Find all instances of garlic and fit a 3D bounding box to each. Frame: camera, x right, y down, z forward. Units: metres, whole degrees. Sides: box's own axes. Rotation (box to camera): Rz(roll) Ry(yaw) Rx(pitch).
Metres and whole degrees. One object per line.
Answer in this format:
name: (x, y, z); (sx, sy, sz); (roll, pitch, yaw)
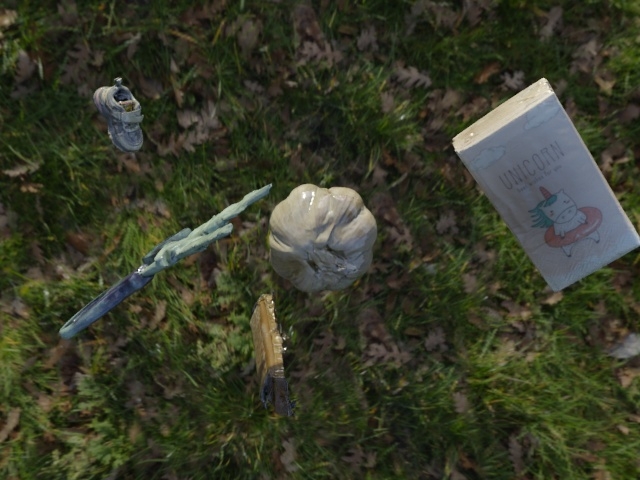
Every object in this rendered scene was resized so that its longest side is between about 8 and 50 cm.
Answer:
garlic: (0.003, 0.003, 1.390); (0.227, 0.152, 0.228); (3, 109, 8)

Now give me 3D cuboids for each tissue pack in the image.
tissue pack: (0.367, -0.078, 1.145); (0.170, 0.071, 0.325); (-31, 117, 18)

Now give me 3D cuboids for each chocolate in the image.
chocolate: (-0.095, 0.206, 1.337); (0.065, 0.329, 0.103); (-1, 112, -10)

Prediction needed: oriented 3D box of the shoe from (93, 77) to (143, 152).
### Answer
shoe: (-0.475, -0.307, 1.742); (0.089, 0.092, 0.180); (-26, 91, -46)

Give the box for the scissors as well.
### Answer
scissors: (-0.194, 0.019, 0.940); (0.029, 0.383, 0.256); (53, 50, -12)
